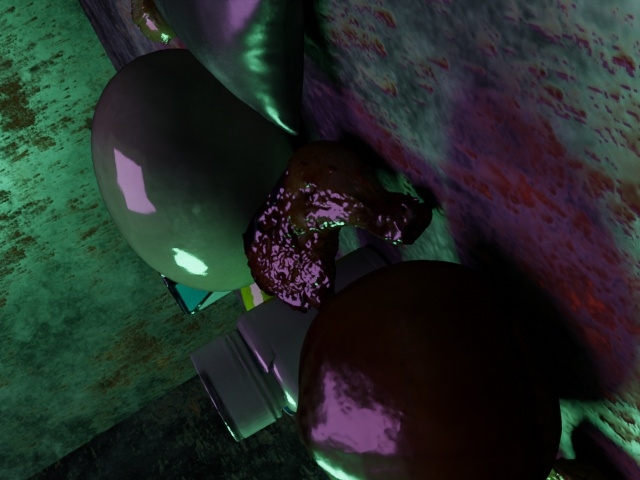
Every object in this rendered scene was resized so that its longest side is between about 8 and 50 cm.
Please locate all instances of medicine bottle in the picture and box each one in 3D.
[{"bbox_3d":[-0.018,0.126,0.899,0.143,0.258,0.143,56,168,18],"label":"medicine bottle"}]

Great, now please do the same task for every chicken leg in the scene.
[{"bbox_3d":[-0.286,-0.408,1.182,0.198,0.069,0.085,67,167,-3],"label":"chicken leg"},{"bbox_3d":[-0.002,-0.013,0.772,0.322,0.083,0.178,-47,54,50],"label":"chicken leg"}]

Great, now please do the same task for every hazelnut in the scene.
[{"bbox_3d":[0.086,0.140,0.616,0.217,0.217,0.252,50,163,38],"label":"hazelnut"}]

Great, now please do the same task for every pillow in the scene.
[{"bbox_3d":[-0.093,-0.230,0.694,0.250,0.106,0.186,50,158,31],"label":"pillow"}]

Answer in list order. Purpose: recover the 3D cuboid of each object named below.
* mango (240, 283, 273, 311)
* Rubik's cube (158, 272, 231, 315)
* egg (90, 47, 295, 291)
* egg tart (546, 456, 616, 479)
[{"bbox_3d":[-0.085,0.047,1.321,0.175,0.142,0.293,131,119,-85],"label":"mango"},{"bbox_3d":[-0.250,-0.027,1.544,0.250,0.246,0.248,55,169,21],"label":"Rubik's cube"},{"bbox_3d":[-0.155,-0.082,0.965,0.258,0.258,0.352,46,164,50],"label":"egg"},{"bbox_3d":[0.230,0.234,0.632,0.130,0.052,0.130,57,169,18],"label":"egg tart"}]
